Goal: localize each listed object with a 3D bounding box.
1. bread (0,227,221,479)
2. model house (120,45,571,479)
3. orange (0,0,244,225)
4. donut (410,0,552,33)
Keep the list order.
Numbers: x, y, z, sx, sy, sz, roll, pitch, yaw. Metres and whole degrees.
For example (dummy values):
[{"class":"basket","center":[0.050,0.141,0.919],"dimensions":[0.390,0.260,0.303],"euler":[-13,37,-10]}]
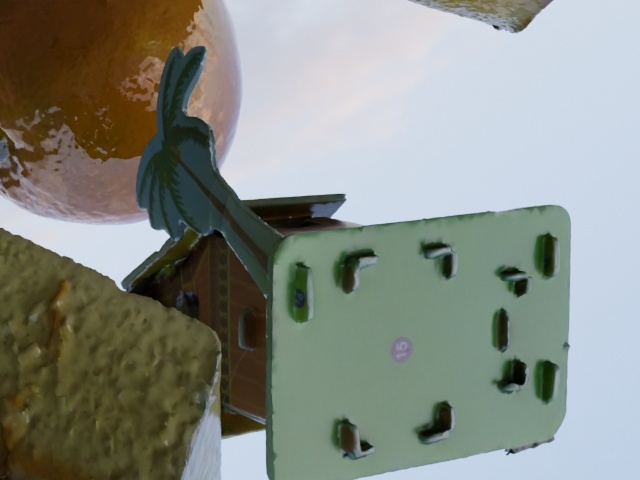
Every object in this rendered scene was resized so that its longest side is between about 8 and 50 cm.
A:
[{"class":"bread","center":[-0.203,0.270,1.367],"dimensions":[0.242,0.405,0.346],"euler":[18,-127,9]},{"class":"model house","center":[0.000,0.000,1.538],"dimensions":[0.300,0.340,0.323],"euler":[-7,-168,-35]},{"class":"orange","center":[-0.224,-0.163,1.806],"dimensions":[0.312,0.312,0.312],"euler":[-23,-157,10]},{"class":"donut","center":[0.084,-0.234,1.273],"dimensions":[0.112,0.151,0.295],"euler":[4,-152,-20]}]
